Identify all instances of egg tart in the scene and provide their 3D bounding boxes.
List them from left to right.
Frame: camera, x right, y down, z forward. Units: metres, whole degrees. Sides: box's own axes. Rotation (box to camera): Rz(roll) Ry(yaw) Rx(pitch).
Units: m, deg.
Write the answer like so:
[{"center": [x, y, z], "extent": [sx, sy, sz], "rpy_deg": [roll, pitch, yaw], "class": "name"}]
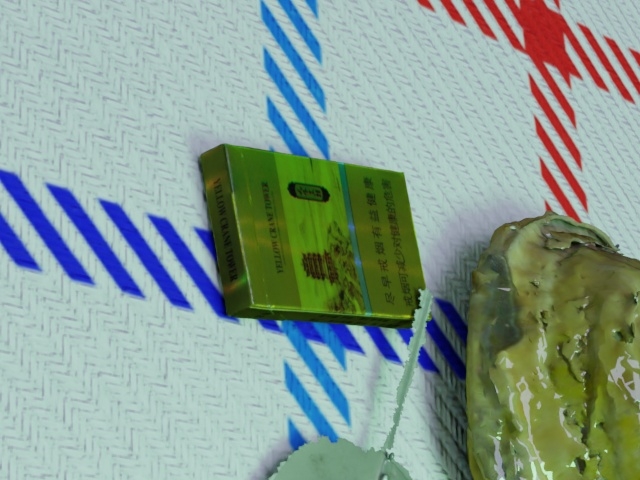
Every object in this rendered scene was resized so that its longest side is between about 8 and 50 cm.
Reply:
[{"center": [0.245, 0.130, 1.394], "extent": [0.352, 0.150, 0.352], "rpy_deg": [27, 53, -42], "class": "egg tart"}]

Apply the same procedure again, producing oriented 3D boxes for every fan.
[{"center": [0.043, 0.169, 1.231], "extent": [0.191, 0.009, 0.329], "rpy_deg": [39, 52, -29], "class": "fan"}]

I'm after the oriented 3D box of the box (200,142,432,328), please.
[{"center": [0.000, 0.000, 1.275], "extent": [0.193, 0.030, 0.121], "rpy_deg": [7, 67, -45], "class": "box"}]
